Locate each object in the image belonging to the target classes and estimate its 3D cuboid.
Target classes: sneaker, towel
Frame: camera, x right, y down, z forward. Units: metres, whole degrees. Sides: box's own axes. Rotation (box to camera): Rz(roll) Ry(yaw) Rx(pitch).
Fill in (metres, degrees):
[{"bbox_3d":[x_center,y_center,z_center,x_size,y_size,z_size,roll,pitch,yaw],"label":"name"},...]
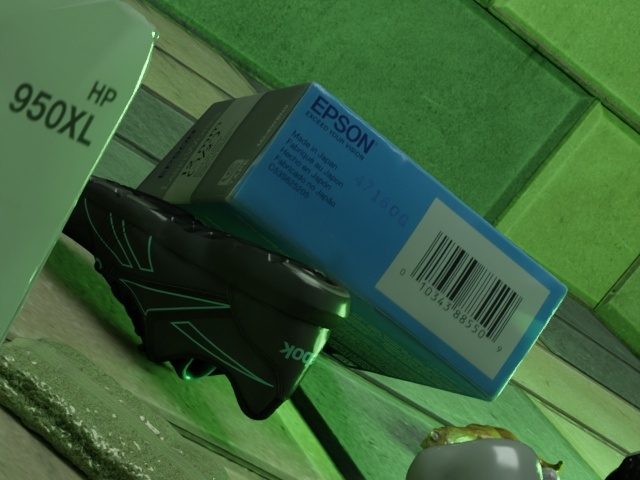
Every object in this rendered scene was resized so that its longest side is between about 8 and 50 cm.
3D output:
[{"bbox_3d":[-0.106,0.029,1.211,0.267,0.106,0.101,25,4,37],"label":"sneaker"},{"bbox_3d":[-0.118,0.104,0.990,0.148,0.027,0.110,40,10,8],"label":"towel"}]

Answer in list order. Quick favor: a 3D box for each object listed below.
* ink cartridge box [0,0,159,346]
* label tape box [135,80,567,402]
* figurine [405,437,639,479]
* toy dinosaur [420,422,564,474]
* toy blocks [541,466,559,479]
[{"bbox_3d":[-0.301,-0.117,0.649,0.395,0.166,0.285,28,2,31],"label":"ink cartridge box"},{"bbox_3d":[0.000,0.000,1.393,0.249,0.115,0.348,38,-10,-17],"label":"label tape box"},{"bbox_3d":[0.147,0.220,0.970,0.215,0.092,0.209,5,61,-25],"label":"figurine"},{"bbox_3d":[0.157,0.184,1.583,0.112,0.064,0.211,41,9,23],"label":"toy dinosaur"},{"bbox_3d":[0.244,0.203,1.202,0.309,0.260,0.288,40,9,9],"label":"toy blocks"}]
